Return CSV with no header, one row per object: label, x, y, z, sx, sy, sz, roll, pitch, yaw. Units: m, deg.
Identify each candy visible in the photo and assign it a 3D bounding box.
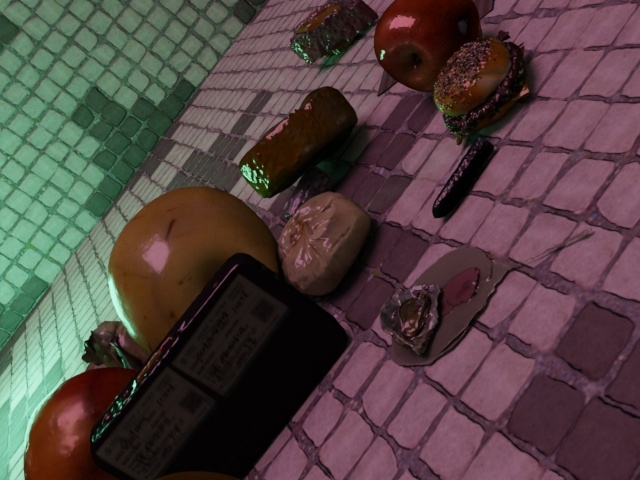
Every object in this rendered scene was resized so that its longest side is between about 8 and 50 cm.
candy,-0.045,-0.192,1.549,0.260,0.118,0.260,-41,-1,-1

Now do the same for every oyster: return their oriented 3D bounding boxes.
oyster,0.121,0.096,0.999,0.100,0.037,0.098,-42,34,-23

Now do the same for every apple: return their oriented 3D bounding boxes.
apple,0.189,-0.351,1.362,0.199,0.199,0.199,-41,25,24

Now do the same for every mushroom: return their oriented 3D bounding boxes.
mushroom,-0.329,0.219,1.493,0.164,0.189,0.267,-50,-6,-36

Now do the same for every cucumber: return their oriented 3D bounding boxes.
cucumber,-0.023,-0.081,1.495,0.112,0.064,0.064,-59,24,-17
cucumber,0.198,-0.086,1.123,0.133,0.032,0.032,-55,23,-9

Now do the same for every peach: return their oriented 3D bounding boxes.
peach,-0.359,0.336,1.279,0.281,0.238,0.281,-40,5,4

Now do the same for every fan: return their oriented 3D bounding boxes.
fan,0.194,0.050,0.958,0.310,0.010,0.182,-34,29,39

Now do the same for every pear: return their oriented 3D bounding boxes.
pear,-0.200,0.062,1.316,0.309,0.309,0.309,-41,25,24

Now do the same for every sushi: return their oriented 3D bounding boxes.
sushi,0.034,-0.544,2.007,0.241,0.107,0.161,-31,30,25

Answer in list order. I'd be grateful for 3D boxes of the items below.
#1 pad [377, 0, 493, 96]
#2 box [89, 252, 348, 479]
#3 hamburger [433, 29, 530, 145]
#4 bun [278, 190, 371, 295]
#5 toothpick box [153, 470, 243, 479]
pad,0.232,-0.426,1.591,0.299,0.005,0.202,-32,30,39
box,-0.140,0.206,1.105,0.350,0.211,0.058,-51,21,1
hamburger,0.237,-0.241,1.199,0.164,0.093,0.190,-41,23,25
bun,0.000,0.000,1.270,0.164,0.111,0.188,-13,41,52
toothpick box,-0.153,0.408,0.606,0.425,0.409,0.409,-58,23,-9
